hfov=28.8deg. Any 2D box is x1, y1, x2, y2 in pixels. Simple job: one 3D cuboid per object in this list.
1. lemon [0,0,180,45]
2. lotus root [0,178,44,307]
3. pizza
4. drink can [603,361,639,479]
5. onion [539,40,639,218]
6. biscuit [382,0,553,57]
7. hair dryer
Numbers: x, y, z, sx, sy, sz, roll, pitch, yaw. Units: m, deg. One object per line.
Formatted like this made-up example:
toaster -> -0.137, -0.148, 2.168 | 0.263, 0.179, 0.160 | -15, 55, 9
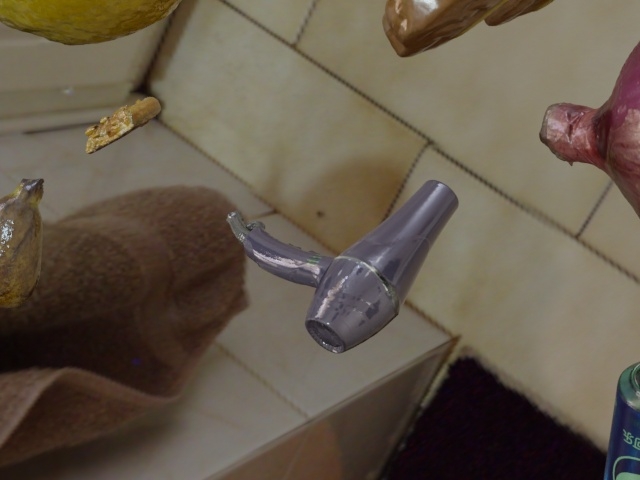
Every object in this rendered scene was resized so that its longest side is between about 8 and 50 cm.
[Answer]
lemon -> -0.138, -0.212, 0.752 | 0.193, 0.180, 0.181 | -8, 95, 24
lotus root -> -0.407, 0.002, 1.623 | 0.108, 0.094, 0.191 | 35, 123, 20
pizza -> -0.295, -0.175, 1.844 | 0.130, 0.178, 0.041 | -29, 100, 14
drink can -> 0.415, 0.252, 1.538 | 0.118, 0.118, 0.205 | 18, 129, 27
onion -> 0.455, -0.138, 1.548 | 0.385, 0.347, 0.348 | 3, 100, 35
biscuit -> 0.158, -0.185, 0.622 | 0.044, 0.186, 0.295 | 56, 138, 4
hair dryer -> 0.000, 0.000, 1.851 | 0.361, 0.301, 0.121 | 19, 146, 36
